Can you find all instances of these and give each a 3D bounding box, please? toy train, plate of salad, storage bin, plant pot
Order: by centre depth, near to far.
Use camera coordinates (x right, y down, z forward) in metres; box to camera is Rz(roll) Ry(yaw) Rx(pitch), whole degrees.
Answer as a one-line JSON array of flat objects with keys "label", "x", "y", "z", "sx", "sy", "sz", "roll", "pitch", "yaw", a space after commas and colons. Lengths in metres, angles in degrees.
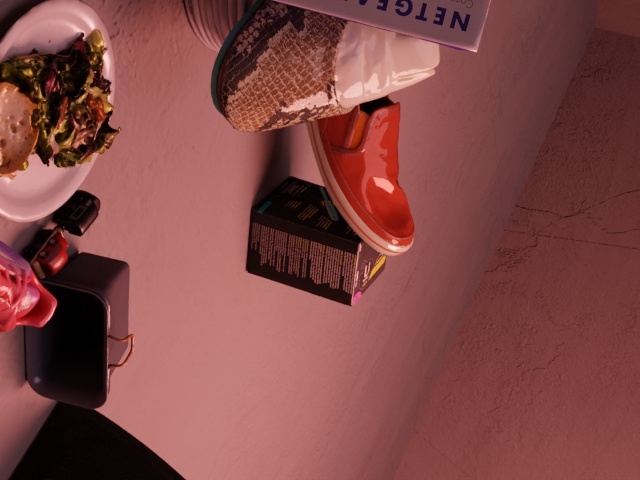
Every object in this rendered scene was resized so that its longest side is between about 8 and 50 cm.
[{"label": "plate of salad", "x": -0.227, "y": -0.109, "z": 0.958, "sx": 0.200, "sy": 0.048, "sz": 0.200, "roll": 17, "pitch": 90, "yaw": -71}, {"label": "toy train", "x": -0.250, "y": 0.014, "z": 1.018, "sx": 0.158, "sy": 0.036, "sz": 0.027, "roll": -59, "pitch": 157, "yaw": -34}, {"label": "storage bin", "x": -0.222, "y": 0.081, "z": 1.082, "sx": 0.091, "sy": 0.098, "sz": 0.135, "roll": -61, "pitch": 160, "yaw": -58}, {"label": "plant pot", "x": -0.220, "y": 0.303, "z": 1.161, "sx": 0.187, "sy": 0.167, "sz": 0.188, "roll": 80, "pitch": 32, "yaw": -55}]

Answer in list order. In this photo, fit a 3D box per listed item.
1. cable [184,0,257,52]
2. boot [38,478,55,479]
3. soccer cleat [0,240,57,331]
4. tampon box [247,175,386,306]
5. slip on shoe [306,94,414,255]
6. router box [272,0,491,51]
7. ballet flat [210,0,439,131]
[{"label": "cable", "x": -0.051, "y": -0.314, "z": 1.202, "sx": 0.257, "sy": 0.089, "sz": 0.257, "roll": -32, "pitch": 136, "yaw": -63}, {"label": "boot", "x": -0.321, "y": 0.189, "z": 0.819, "sx": 0.264, "sy": 0.096, "sz": 0.280, "roll": -40, "pitch": 121, "yaw": -36}, {"label": "soccer cleat", "x": -0.256, "y": 0.028, "z": 0.819, "sx": 0.248, "sy": 0.095, "sz": 0.083, "roll": 131, "pitch": -17, "yaw": -82}, {"label": "tampon box", "x": 0.000, "y": 0.000, "z": 1.503, "sx": 0.120, "sy": 0.161, "sz": 0.101, "roll": -43, "pitch": 146, "yaw": -53}, {"label": "slip on shoe", "x": 0.054, "y": -0.138, "z": 1.400, "sx": 0.123, "sy": 0.101, "sz": 0.331, "roll": -29, "pitch": 103, "yaw": -55}, {"label": "router box", "x": 0.014, "y": -0.351, "z": 0.972, "sx": 0.082, "sy": 0.335, "sz": 0.301, "roll": -111, "pitch": -146, "yaw": -78}, {"label": "ballet flat", "x": 0.072, "y": -0.247, "z": 1.183, "sx": 0.483, "sy": 0.182, "sz": 0.164, "roll": -50, "pitch": 151, "yaw": -49}]
